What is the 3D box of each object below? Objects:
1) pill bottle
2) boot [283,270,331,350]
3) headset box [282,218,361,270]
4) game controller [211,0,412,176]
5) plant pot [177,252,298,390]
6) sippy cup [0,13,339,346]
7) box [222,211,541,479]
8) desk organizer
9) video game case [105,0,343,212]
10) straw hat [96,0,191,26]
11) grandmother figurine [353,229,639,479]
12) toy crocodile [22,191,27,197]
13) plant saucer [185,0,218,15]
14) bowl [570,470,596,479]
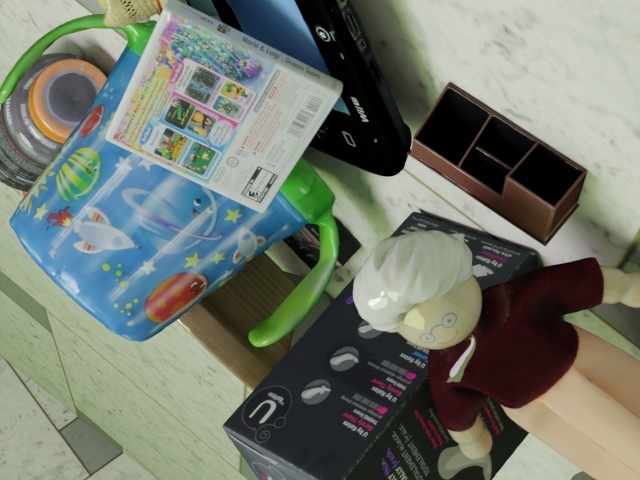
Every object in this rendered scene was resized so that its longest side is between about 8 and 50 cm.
[{"bbox_3d":[-0.303,-0.134,1.527,0.130,0.130,0.246,47,159,-11],"label":"pill bottle"},{"bbox_3d":[0.012,0.146,1.558,0.258,0.095,0.123,42,160,11],"label":"boot"},{"bbox_3d":[0.000,0.000,1.384,0.062,0.032,0.083,46,160,-8],"label":"headset box"},{"bbox_3d":[-0.031,-0.178,1.028,0.166,0.067,0.319,38,163,48],"label":"game controller"},{"bbox_3d":[-0.103,0.044,1.415,0.237,0.110,0.237,44,178,2],"label":"plant pot"},{"bbox_3d":[-0.144,-0.038,1.215,0.305,0.224,0.240,44,178,18],"label":"sippy cup"},{"bbox_3d":[0.075,0.134,1.173,0.143,0.270,0.165,21,150,43],"label":"box"},{"bbox_3d":[0.132,-0.058,1.018,0.130,0.047,0.050,35,156,18],"label":"desk organizer"},{"bbox_3d":[-0.077,-0.099,1.045,0.143,0.019,0.157,25,138,-9],"label":"video game case"},{"bbox_3d":[-0.148,-0.195,1.039,0.144,0.061,0.144,58,177,4],"label":"straw hat"},{"bbox_3d":[0.169,0.095,1.039,0.342,0.208,0.104,32,-166,-25],"label":"grandmother figurine"},{"bbox_3d":[-0.325,-0.054,1.703,0.340,0.105,0.115,54,163,18],"label":"toy crocodile"},{"bbox_3d":[-0.124,-0.230,1.072,0.067,0.018,0.192,60,177,-33],"label":"plant saucer"},{"bbox_3d":[0.280,0.300,1.245,0.289,0.289,0.156,15,103,51],"label":"bowl"}]
